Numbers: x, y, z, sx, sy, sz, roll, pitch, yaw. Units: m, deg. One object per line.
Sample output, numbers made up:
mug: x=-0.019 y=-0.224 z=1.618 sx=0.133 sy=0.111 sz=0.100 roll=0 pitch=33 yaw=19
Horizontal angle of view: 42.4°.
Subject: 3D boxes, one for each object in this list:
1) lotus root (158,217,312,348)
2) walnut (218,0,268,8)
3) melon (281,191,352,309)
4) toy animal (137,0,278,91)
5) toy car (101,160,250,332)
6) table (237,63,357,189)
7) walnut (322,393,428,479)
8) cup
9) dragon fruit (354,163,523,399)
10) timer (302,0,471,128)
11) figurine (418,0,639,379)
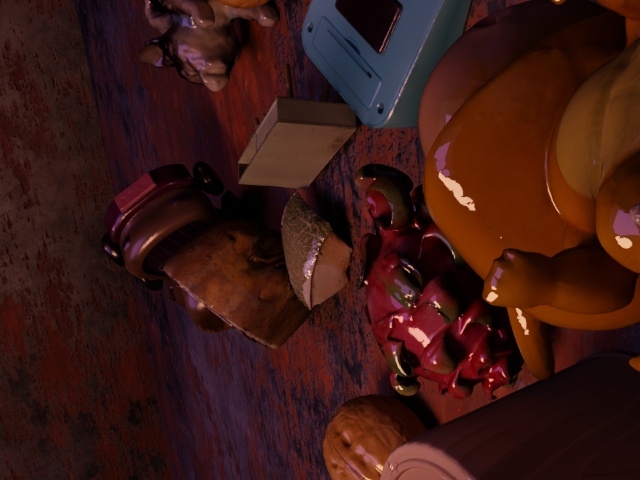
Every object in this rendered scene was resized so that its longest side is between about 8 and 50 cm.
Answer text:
lotus root: x=-0.127 y=0.062 z=1.444 sx=0.272 sy=0.192 sz=0.272 roll=41 pitch=-178 yaw=-2
walnut: x=-0.127 y=-0.439 z=1.250 sx=0.207 sy=0.159 sz=0.159 roll=-115 pitch=24 yaw=-43
melon: x=-0.002 y=-0.001 z=1.325 sx=0.139 sy=0.093 sz=0.203 roll=125 pitch=134 yaw=-64
toy animal: x=-0.231 y=-0.405 z=1.476 sx=0.303 sy=0.194 sz=0.344 roll=-53 pitch=52 yaw=54
toy car: x=-0.252 y=0.028 z=1.626 sx=0.240 sy=0.271 sz=0.341 roll=55 pitch=-175 yaw=37
table: x=-0.044 y=-0.177 z=1.286 sx=0.240 sy=0.121 sz=0.111 roll=138 pitch=133 yaw=-64
walnut: x=0.089 y=0.319 z=1.224 sx=0.197 sy=0.165 sz=0.165 roll=50 pitch=146 yaw=39
cup: x=0.225 y=0.270 z=0.749 sx=0.208 sy=0.273 sz=0.288 roll=-32 pitch=73 yaw=59
dragon fruit: x=0.137 y=0.044 z=0.937 sx=0.198 sy=0.218 sz=0.273 roll=-4 pitch=98 yaw=20
timer: x=0.090 y=-0.287 z=1.000 sx=0.232 sy=0.091 sz=0.250 roll=57 pitch=139 yaw=37
figurine: x=0.209 y=-0.021 z=0.553 sx=0.387 sy=0.268 sz=0.401 roll=142 pitch=129 yaw=-81
